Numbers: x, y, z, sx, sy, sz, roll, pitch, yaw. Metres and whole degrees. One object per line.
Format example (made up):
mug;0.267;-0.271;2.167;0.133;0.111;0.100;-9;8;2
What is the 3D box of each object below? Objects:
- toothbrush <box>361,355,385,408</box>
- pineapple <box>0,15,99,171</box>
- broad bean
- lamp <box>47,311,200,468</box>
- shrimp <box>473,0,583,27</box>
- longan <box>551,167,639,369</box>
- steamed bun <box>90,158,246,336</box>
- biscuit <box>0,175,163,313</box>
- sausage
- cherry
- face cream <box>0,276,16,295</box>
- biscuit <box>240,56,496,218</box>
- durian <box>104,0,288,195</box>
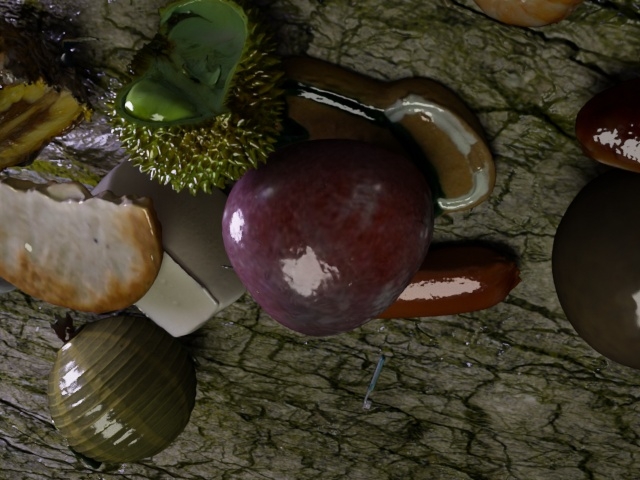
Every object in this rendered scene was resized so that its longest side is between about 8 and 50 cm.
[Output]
toothbrush;0.089;0.235;1.885;0.014;0.011;0.167;12;142;-2
pineapple;-0.374;-0.208;1.437;0.158;0.161;0.334;-18;165;-16
broad bean;0.365;-0.128;1.255;0.165;0.114;0.084;6;178;21
lamp;-0.339;0.224;1.850;0.250;0.250;0.284;-28;111;42
shrimp;0.226;-0.318;1.124;0.152;0.063;0.287;31;143;0
longan;0.388;0.026;1.328;0.258;0.258;0.258;10;142;8
steamed bun;-0.206;-0.005;1.574;0.242;0.164;0.146;45;135;-10
biscuit;-0.334;0.007;1.508;0.309;0.040;0.204;6;128;21
sausage;0.102;0.060;1.599;0.348;0.094;0.097;0;143;20
cherry;0.000;0.000;1.376;0.285;0.213;0.236;-19;139;24
face cream;-0.587;0.064;1.858;0.252;0.101;0.101;-19;130;38
biscuit;0.037;-0.112;1.443;0.344;0.057;0.287;-10;135;30
durian;-0.139;-0.161;1.312;0.200;0.237;0.176;7;148;5
